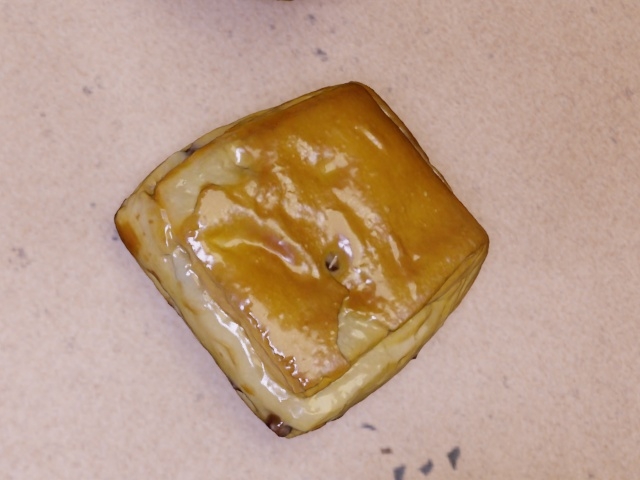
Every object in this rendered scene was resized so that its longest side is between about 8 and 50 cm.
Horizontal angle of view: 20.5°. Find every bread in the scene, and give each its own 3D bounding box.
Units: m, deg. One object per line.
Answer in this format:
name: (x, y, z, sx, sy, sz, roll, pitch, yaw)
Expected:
bread: (0.000, 0.000, 1.216, 0.235, 0.099, 0.210, -35, 87, -38)
